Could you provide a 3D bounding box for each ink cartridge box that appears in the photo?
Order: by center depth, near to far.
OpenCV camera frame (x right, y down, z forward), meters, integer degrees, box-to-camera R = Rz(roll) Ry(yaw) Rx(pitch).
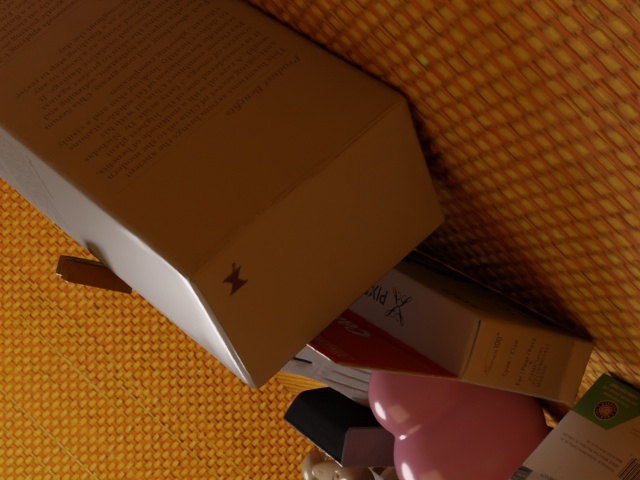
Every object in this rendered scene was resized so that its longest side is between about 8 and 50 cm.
[{"bbox_3d":[0.246,0.245,1.377,0.092,0.219,0.160,50,168,-35],"label":"ink cartridge box"},{"bbox_3d":[0.057,0.055,1.436,0.261,0.066,0.296,13,-171,-34],"label":"ink cartridge box"}]

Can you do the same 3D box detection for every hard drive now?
[{"bbox_3d":[0.100,0.235,2.036,0.255,0.054,0.172,1,-163,-31],"label":"hard drive"}]

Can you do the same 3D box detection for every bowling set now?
[{"bbox_3d":[0.061,0.444,2.204,0.200,0.287,0.154,16,175,-30],"label":"bowling set"}]

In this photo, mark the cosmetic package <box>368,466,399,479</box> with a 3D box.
[{"bbox_3d":[0.147,0.310,2.268,0.183,0.151,0.151,51,168,-34],"label":"cosmetic package"}]

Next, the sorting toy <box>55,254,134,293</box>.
[{"bbox_3d":[-0.112,0.064,1.523,0.307,0.041,0.229,13,180,-21],"label":"sorting toy"}]

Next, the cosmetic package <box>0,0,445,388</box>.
[{"bbox_3d":[-0.134,-0.096,1.383,0.453,0.230,0.161,36,160,40],"label":"cosmetic package"}]

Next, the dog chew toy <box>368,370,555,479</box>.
[{"bbox_3d":[0.177,0.238,1.742,0.332,0.206,0.206,52,170,-3],"label":"dog chew toy"}]

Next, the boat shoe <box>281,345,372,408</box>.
[{"bbox_3d":[0.042,0.118,1.936,0.335,0.119,0.121,22,146,-15],"label":"boat shoe"}]
